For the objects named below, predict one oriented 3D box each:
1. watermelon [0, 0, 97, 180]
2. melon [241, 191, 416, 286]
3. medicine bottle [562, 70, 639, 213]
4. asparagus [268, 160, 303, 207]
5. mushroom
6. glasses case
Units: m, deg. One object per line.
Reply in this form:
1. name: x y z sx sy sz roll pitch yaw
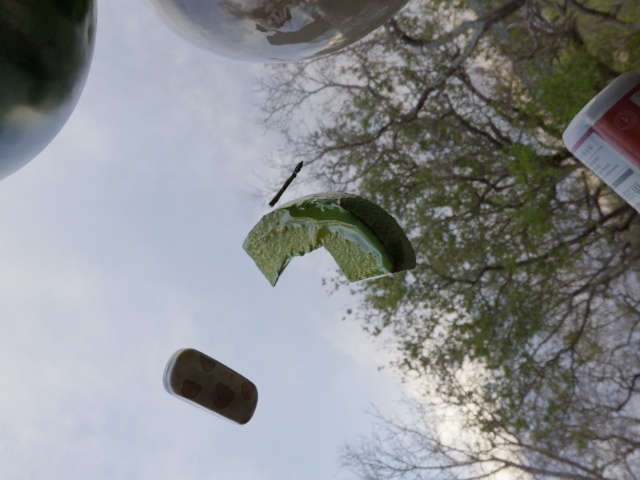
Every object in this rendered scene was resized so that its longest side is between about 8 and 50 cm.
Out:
1. watermelon: -0.319 -0.180 0.302 0.363 0.363 0.363 31 -142 -28
2. melon: 0.000 0.000 0.591 0.064 0.209 0.118 -17 -85 -65
3. medicine bottle: 0.455 -0.098 0.641 0.250 0.131 0.131 50 -149 17
4. asparagus: -0.068 -0.114 0.983 0.014 0.114 0.015 36 171 -7
5. mushroom: -0.038 -0.359 0.493 0.295 0.362 0.362 64 -162 -44
6. glasses case: -0.143 0.199 0.658 0.164 0.041 0.063 46 -129 -39
